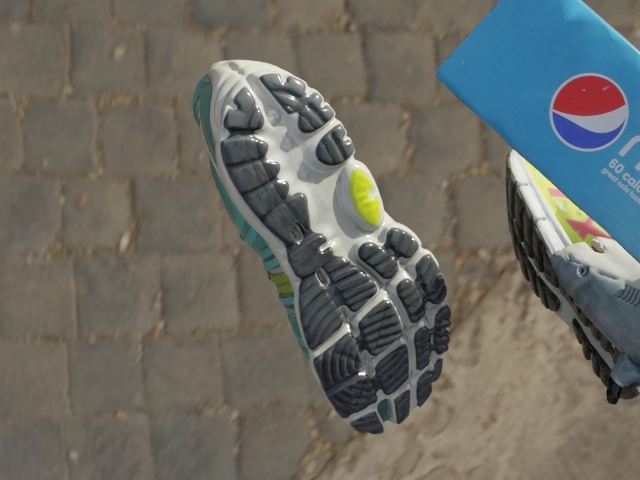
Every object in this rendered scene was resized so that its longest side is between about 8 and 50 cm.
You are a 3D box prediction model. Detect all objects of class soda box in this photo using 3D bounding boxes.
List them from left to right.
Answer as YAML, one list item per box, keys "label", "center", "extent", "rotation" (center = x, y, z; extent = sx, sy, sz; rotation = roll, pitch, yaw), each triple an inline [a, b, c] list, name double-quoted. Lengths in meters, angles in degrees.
- label: "soda box"
  center: [0.155, -0.029, 0.849]
  extent: [0.210, 0.067, 0.071]
  rotation: [44, 97, 13]

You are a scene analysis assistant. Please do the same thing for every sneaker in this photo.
- label: "sneaker"
  center: [0.000, 0.000, 1.216]
  extent: [0.107, 0.110, 0.275]
  rotation: [-31, 112, -15]
- label: "sneaker"
  center: [0.188, 0.010, 1.201]
  extent: [0.094, 0.081, 0.208]
  rotation: [-23, 52, -9]

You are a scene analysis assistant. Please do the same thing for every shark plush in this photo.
- label: "shark plush"
  center: [0.188, 0.073, 1.058]
  extent: [0.067, 0.073, 0.161]
  rotation: [-18, 90, -7]
